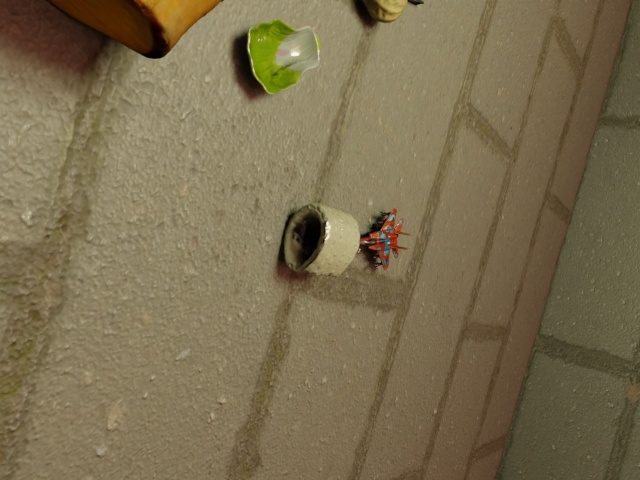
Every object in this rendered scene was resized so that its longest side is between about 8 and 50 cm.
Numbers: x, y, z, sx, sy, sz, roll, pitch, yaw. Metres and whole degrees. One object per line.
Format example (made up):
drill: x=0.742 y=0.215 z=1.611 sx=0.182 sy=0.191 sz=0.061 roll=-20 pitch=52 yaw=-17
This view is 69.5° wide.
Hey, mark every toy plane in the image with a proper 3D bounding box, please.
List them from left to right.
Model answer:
toy plane: x=0.109 y=-0.002 z=0.911 sx=0.189 sy=0.061 sz=0.130 roll=-1 pitch=103 yaw=-44

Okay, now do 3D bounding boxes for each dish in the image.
dish: x=-0.058 y=-0.264 z=0.657 sx=0.137 sy=0.039 sz=0.091 roll=-35 pitch=121 yaw=-38

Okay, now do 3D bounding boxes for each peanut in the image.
peanut: x=0.095 y=-0.447 z=0.731 sx=0.083 sy=0.093 sz=0.194 roll=-34 pitch=129 yaw=-20

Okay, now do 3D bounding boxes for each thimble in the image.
thimble: x=0.000 y=0.000 z=0.755 sx=0.090 sy=0.102 sz=0.115 roll=12 pitch=86 yaw=-48

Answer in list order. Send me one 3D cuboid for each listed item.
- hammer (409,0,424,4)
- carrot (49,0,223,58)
hammer: x=0.214 y=-0.534 z=0.887 sx=0.201 sy=0.021 sz=0.078 roll=-56 pitch=136 yaw=-19
carrot: x=-0.121 y=-0.346 z=0.422 sx=0.340 sy=0.224 sz=0.224 roll=-58 pitch=137 yaw=-12
